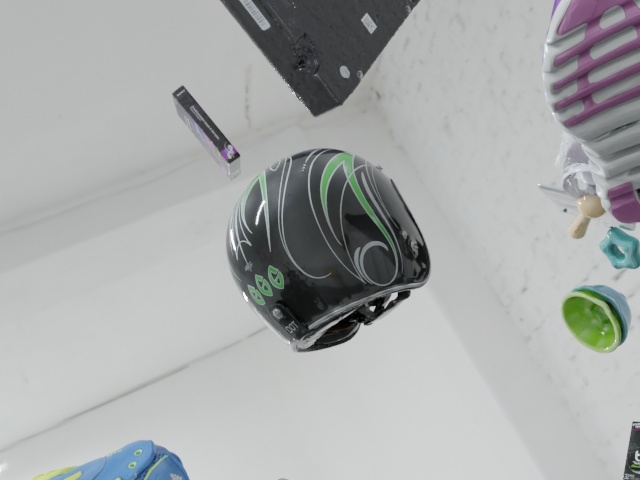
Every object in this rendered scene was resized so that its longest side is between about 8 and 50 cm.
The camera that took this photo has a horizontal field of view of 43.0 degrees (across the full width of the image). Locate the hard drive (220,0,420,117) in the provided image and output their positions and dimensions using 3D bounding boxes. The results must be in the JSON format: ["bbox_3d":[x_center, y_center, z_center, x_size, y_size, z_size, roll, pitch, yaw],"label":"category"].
[{"bbox_3d":[0.011,-0.357,1.109,0.064,0.237,0.339,-17,32,46],"label":"hard drive"}]

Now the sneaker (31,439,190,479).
[{"bbox_3d":[-0.160,0.179,0.527,0.126,0.091,0.240,-33,-4,7],"label":"sneaker"}]

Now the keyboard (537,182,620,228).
[{"bbox_3d":[0.281,-0.036,0.865,0.256,0.072,0.014,10,-79,-68],"label":"keyboard"}]

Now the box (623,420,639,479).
[{"bbox_3d":[0.438,0.285,1.057,0.062,0.083,0.052,-6,-39,42],"label":"box"}]

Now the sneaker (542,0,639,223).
[{"bbox_3d":[0.216,-0.116,0.591,0.095,0.104,0.236,-17,-41,21],"label":"sneaker"}]

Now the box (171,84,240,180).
[{"bbox_3d":[-0.200,-0.188,1.438,0.029,0.162,0.116,-37,-6,-10],"label":"box"}]

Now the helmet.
[{"bbox_3d":[0.000,0.000,0.708,0.170,0.161,0.169,-23,-17,-8],"label":"helmet"}]

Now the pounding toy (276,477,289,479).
[{"bbox_3d":[0.008,0.243,0.467,0.269,0.154,0.154,-43,17,35],"label":"pounding toy"}]

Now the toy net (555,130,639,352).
[{"bbox_3d":[0.257,0.002,0.721,0.045,0.122,0.232,-30,-66,-23],"label":"toy net"}]

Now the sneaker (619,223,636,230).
[{"bbox_3d":[0.522,-0.079,1.352,0.166,0.065,0.076,-53,-15,-57],"label":"sneaker"}]
